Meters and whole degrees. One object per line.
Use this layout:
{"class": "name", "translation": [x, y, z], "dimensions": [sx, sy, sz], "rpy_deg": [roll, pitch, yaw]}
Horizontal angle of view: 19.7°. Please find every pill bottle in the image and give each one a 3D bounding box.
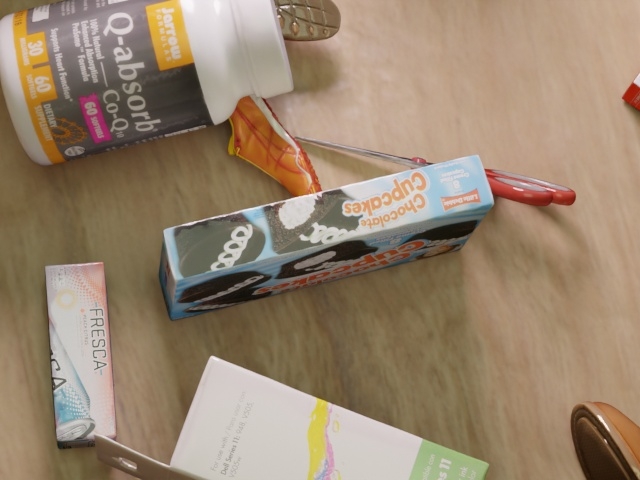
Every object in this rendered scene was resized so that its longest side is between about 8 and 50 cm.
{"class": "pill bottle", "translation": [-0.177, -0.183, 1.877], "dimensions": [0.278, 0.162, 0.162], "rpy_deg": [-14, 77, 3]}

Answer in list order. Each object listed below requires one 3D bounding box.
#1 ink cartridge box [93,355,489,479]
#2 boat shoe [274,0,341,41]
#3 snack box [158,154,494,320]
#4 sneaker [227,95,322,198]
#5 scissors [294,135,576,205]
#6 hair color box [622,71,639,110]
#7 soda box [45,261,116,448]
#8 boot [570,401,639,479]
{"class": "ink cartridge box", "translation": [-0.034, 0.215, 1.786], "dimensions": [0.353, 0.207, 0.119], "rpy_deg": [21, 76, -1]}
{"class": "boat shoe", "translation": [-0.066, -0.247, 1.979], "dimensions": [0.178, 0.060, 0.064], "rpy_deg": [9, 82, -1]}
{"class": "snack box", "translation": [0.000, 0.000, 1.857], "dimensions": [0.322, 0.187, 0.060], "rpy_deg": [-14, 78, -9]}
{"class": "sneaker", "translation": [-0.056, -0.093, 1.949], "dimensions": [0.067, 0.064, 0.175], "rpy_deg": [-38, 75, 1]}
{"class": "scissors", "translation": [0.124, -0.076, 1.969], "dimensions": [0.297, 0.109, 0.021], "rpy_deg": [14, 103, 21]}
{"class": "hair color box", "translation": [0.426, -0.149, 2.012], "dimensions": [0.167, 0.053, 0.093], "rpy_deg": [36, 73, 5]}
{"class": "soda box", "translation": [-0.242, 0.116, 1.868], "dimensions": [0.063, 0.058, 0.183], "rpy_deg": [-4, 75, -7]}
{"class": "boot", "translation": [0.413, 0.233, 1.887], "dimensions": [0.220, 0.109, 0.283], "rpy_deg": [-31, 60, -25]}
